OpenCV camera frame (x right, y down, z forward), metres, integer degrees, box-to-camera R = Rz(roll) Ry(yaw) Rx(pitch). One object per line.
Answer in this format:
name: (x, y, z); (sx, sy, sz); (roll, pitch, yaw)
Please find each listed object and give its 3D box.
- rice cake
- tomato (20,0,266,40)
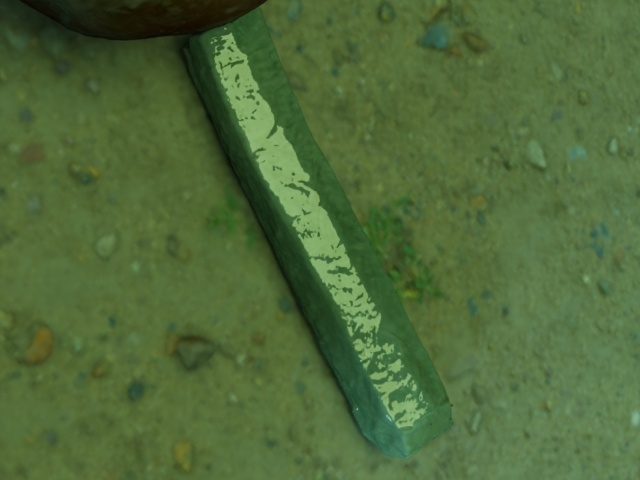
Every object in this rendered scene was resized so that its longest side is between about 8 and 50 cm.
rice cake: (0.000, 0.000, 0.720); (0.045, 0.042, 0.245); (-32, 100, -29)
tomato: (-0.093, -0.172, 0.611); (0.214, 0.180, 0.155); (34, 73, -20)
